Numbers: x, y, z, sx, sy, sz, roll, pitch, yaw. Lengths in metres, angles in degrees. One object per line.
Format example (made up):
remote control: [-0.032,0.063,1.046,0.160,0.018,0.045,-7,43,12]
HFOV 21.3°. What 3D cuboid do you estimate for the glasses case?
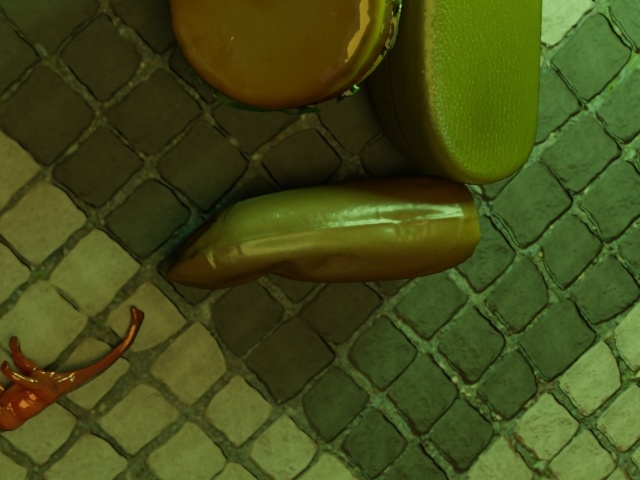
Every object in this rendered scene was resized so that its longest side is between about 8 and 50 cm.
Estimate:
glasses case: [0.137,-0.245,1.835,0.173,0.141,0.371,-13,112,-31]

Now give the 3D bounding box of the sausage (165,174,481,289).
sausage: [-0.001,-0.005,1.868,0.354,0.134,0.116,-6,90,-22]

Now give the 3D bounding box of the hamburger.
hamburger: [-0.033,-0.247,1.739,0.246,0.170,0.246,2,98,17]

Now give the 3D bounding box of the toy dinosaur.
toy dinosaur: [-0.311,0.152,1.840,0.279,0.055,0.101,-39,127,-7]
